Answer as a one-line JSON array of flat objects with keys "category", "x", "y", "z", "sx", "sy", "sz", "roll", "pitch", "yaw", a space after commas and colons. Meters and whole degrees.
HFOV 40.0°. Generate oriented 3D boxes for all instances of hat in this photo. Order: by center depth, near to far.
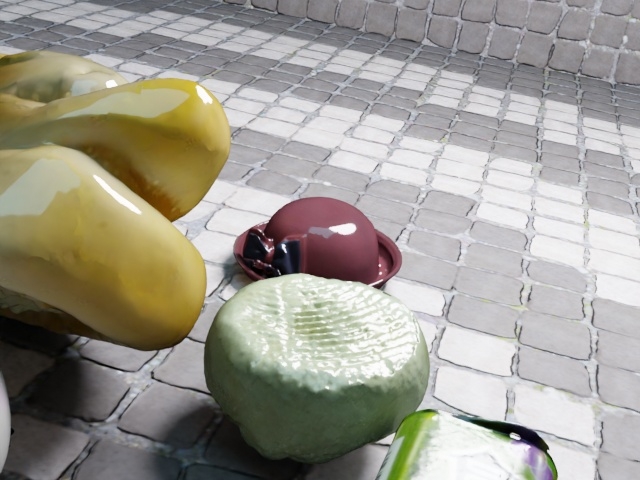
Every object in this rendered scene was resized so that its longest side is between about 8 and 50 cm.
[{"category": "hat", "x": 0.000, "y": 0.000, "z": 1.040, "sx": 0.205, "sy": 0.089, "sz": 0.205, "roll": 7, "pitch": 26, "yaw": -3}]

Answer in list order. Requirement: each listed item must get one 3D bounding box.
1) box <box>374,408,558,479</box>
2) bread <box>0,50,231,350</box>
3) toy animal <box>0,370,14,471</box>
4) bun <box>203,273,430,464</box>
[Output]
[{"category": "box", "x": 0.067, "y": 0.235, "z": 0.552, "sx": 0.134, "sy": 0.097, "sz": 0.345, "roll": 16, "pitch": 26, "yaw": 15}, {"category": "bread", "x": -0.283, "y": -0.041, "z": 0.737, "sx": 0.424, "sy": 0.245, "sz": 0.329, "roll": 9, "pitch": 0, "yaw": 36}, {"category": "toy animal", "x": -0.316, "y": 0.122, "z": 0.549, "sx": 0.235, "sy": 0.187, "sz": 0.165, "roll": -2, "pitch": 36, "yaw": -19}, {"category": "bun", "x": -0.003, "y": 0.114, "z": 0.765, "sx": 0.195, "sy": 0.118, "sz": 0.195, "roll": 4, "pitch": 30, "yaw": -2}]
